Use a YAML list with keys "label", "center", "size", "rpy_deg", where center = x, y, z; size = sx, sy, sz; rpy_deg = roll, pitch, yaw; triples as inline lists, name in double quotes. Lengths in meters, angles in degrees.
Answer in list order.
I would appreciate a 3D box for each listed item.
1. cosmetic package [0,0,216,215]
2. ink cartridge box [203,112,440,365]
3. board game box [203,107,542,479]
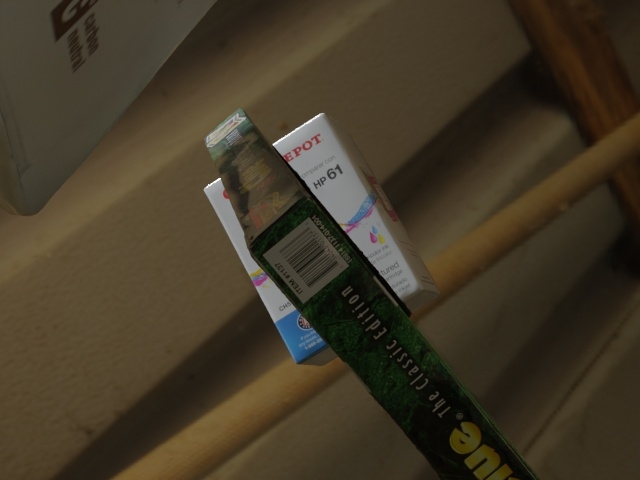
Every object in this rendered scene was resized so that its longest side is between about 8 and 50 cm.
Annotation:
- label: "cosmetic package"
  center: [-0.178, -0.284, 0.495]
  size: [0.394, 0.329, 0.327]
  rpy_deg: [34, -108, 8]
- label: "ink cartridge box"
  center: [0.000, 0.000, 0.800]
  size: [0.122, 0.088, 0.052]
  rpy_deg: [61, -168, 15]
- label: "board game box"
  center: [0.011, 0.018, 0.549]
  size: [0.030, 0.259, 0.136]
  rpy_deg: [-37, -77, 1]
